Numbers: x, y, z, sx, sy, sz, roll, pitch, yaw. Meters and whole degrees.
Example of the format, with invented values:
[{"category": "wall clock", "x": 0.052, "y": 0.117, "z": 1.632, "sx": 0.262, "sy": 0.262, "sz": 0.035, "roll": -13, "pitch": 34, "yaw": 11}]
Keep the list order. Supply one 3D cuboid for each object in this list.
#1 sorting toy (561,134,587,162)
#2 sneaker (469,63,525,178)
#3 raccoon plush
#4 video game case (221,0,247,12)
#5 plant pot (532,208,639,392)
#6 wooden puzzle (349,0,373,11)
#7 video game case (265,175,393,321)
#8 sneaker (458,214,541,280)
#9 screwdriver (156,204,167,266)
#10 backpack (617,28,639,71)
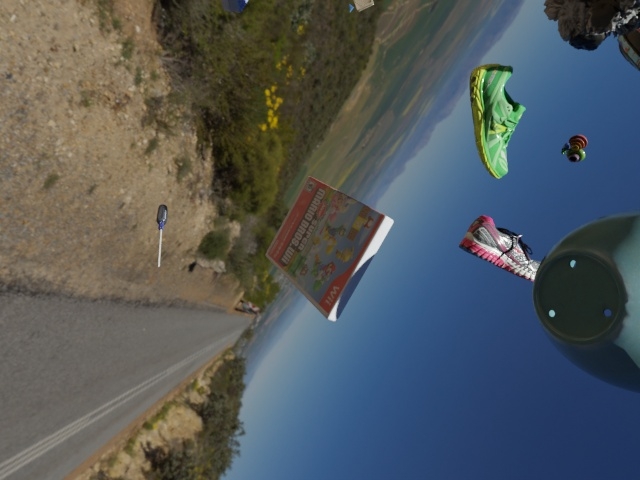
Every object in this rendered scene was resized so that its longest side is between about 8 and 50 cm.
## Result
[{"category": "sorting toy", "x": 0.741, "y": -0.262, "z": 1.263, "sx": 0.042, "sy": 0.061, "sz": 0.102, "roll": -50, "pitch": 142, "yaw": -23}, {"category": "sneaker", "x": 0.451, "y": -0.292, "z": 1.084, "sx": 0.109, "sy": 0.124, "sz": 0.295, "roll": -62, "pitch": 140, "yaw": -55}, {"category": "raccoon plush", "x": 0.552, "y": -0.533, "z": 0.732, "sx": 0.299, "sy": 0.446, "sz": 0.216, "roll": -16, "pitch": 175, "yaw": -16}, {"category": "video game case", "x": -0.234, "y": -0.849, "z": 1.234, "sx": 0.244, "sy": 0.061, "sz": 0.269, "roll": 80, "pitch": 25, "yaw": -59}, {"category": "plant pot", "x": 0.440, "y": 0.086, "z": 0.639, "sx": 0.290, "sy": 0.196, "sz": 0.290, "roll": -22, "pitch": -115, "yaw": 61}, {"category": "wooden puzzle", "x": 0.161, "y": -0.918, "z": 1.636, "sx": 0.116, "sy": 0.078, "sz": 0.014, "roll": -13, "pitch": -169, "yaw": 11}, {"category": "video game case", "x": 0.000, "y": 0.000, "z": 0.839, "sx": 0.204, "sy": 0.025, "sz": 0.285, "roll": -61, "pitch": -143, "yaw": 6}, {"category": "sneaker", "x": 0.543, "y": 0.033, "z": 1.220, "sx": 0.112, "sy": 0.299, "sz": 0.121, "roll": -64, "pitch": -160, "yaw": 6}, {"category": "screwdriver", "x": -0.345, "y": -0.015, "z": 0.928, "sx": 0.025, "sy": 0.024, "sz": 0.170, "roll": 90, "pitch": -10, "yaw": -48}, {"category": "backpack", "x": 0.755, "y": -0.454, "z": 0.951, "sx": 0.117, "sy": 0.173, "sz": 0.158, "roll": -17, "pitch": 143, "yaw": 3}]
